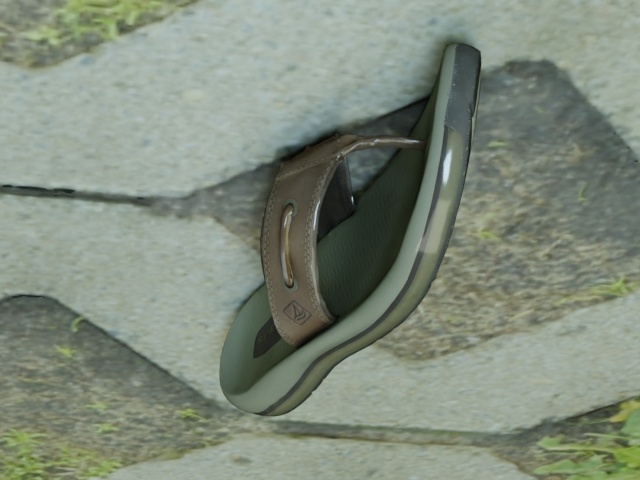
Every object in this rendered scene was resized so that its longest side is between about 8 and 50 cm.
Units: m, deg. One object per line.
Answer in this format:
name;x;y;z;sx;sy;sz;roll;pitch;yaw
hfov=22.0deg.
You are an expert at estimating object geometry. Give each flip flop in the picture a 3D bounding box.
flip flop;0.000;0.000;0.843;0.080;0.112;0.277;26;141;-15
